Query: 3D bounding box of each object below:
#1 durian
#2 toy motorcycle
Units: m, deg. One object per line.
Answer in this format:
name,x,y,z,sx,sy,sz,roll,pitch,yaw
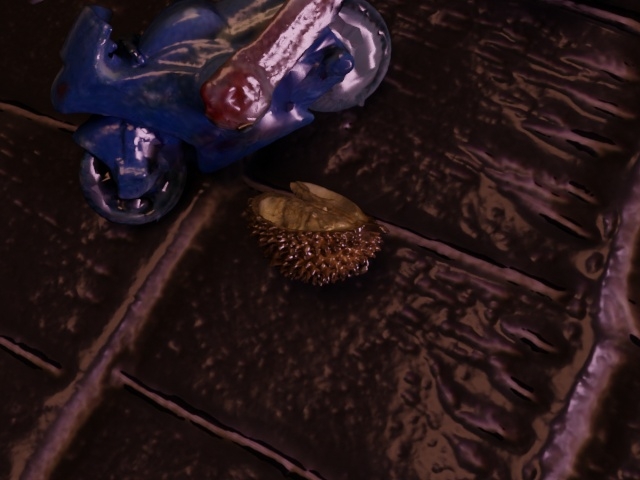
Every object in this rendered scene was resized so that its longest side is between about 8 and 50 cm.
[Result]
durian,0.002,0.001,1.026,0.140,0.071,0.110,15,29,39
toy motorcycle,-0.106,-0.178,1.089,0.319,0.182,0.241,-30,86,0
